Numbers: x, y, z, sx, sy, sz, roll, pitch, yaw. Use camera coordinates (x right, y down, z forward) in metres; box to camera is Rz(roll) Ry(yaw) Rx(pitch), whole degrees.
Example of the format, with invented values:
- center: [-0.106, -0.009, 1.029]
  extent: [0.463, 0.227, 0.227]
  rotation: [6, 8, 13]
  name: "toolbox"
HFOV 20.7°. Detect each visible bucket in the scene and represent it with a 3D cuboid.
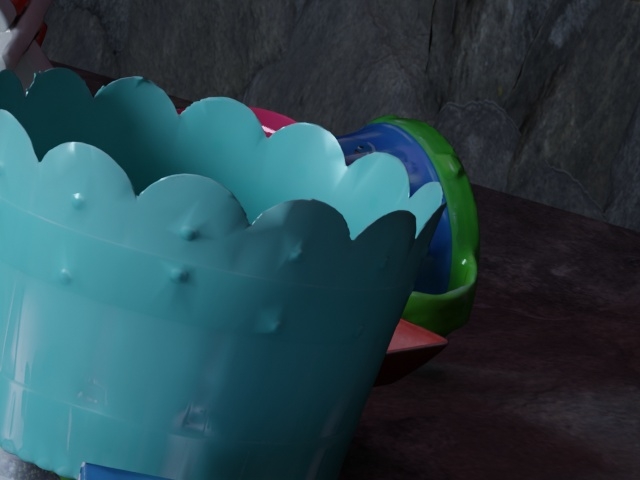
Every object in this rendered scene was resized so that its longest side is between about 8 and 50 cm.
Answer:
- center: [-0.081, 0.023, 1.018]
  extent: [0.281, 0.183, 0.281]
  rotation: [15, 13, -4]
  name: "bucket"

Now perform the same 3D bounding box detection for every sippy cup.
- center: [0.000, 0.000, 1.720]
  extent: [0.224, 0.240, 0.305]
  rotation: [-5, -7, -31]
  name: "sippy cup"

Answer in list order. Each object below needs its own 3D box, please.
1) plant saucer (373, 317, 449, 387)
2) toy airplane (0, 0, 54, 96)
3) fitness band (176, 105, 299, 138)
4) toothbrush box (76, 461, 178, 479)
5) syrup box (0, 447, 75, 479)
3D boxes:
- center: [-0.075, 0.067, 1.375]
  extent: [0.258, 0.048, 0.259]
  rotation: [23, 17, 37]
  name: "plant saucer"
- center: [-0.383, -0.136, 1.447]
  extent: [0.384, 0.386, 0.272]
  rotation: [12, 26, -16]
  name: "toy airplane"
- center: [-0.119, -0.015, 1.586]
  extent: [0.291, 0.209, 0.054]
  rotation: [-5, -20, 12]
  name: "fitness band"
- center: [0.019, 0.219, 0.821]
  extent: [0.295, 0.126, 0.216]
  rotation: [11, 10, -10]
  name: "toothbrush box"
- center: [-0.107, 0.170, 1.003]
  extent: [0.237, 0.093, 0.096]
  rotation: [16, 11, 12]
  name: "syrup box"
